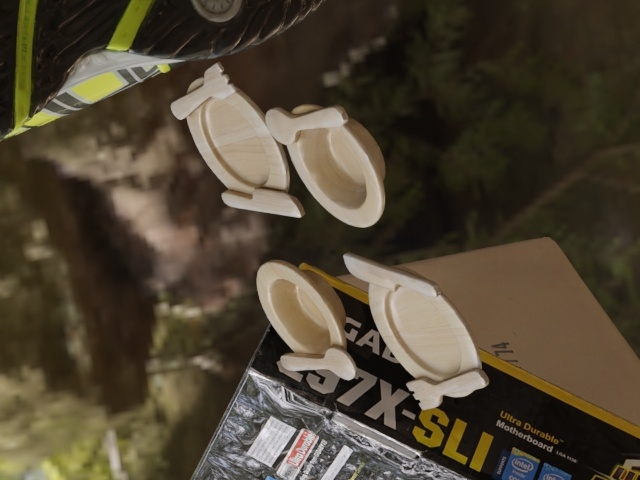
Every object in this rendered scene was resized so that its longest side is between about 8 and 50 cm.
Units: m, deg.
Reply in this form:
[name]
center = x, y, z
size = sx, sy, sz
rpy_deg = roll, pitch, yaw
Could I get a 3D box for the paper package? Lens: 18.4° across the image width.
[paper package]
center = 0.138, 0.173, 1.791
size = 0.325, 0.310, 0.168
rpy_deg = -119, 26, -47

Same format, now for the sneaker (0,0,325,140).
[sneaker]
center = -0.156, -0.148, 1.176
size = 0.385, 0.147, 0.145
rpy_deg = -24, -81, -33

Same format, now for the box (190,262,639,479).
[box]
center = 0.049, 0.173, 1.055
size = 0.079, 0.257, 0.322
rpy_deg = -62, -1, -36

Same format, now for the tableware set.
[tableware set]
center = 0.000, 0.000, 0.827
size = 0.020, 0.141, 0.168
rpy_deg = -35, -70, -29
